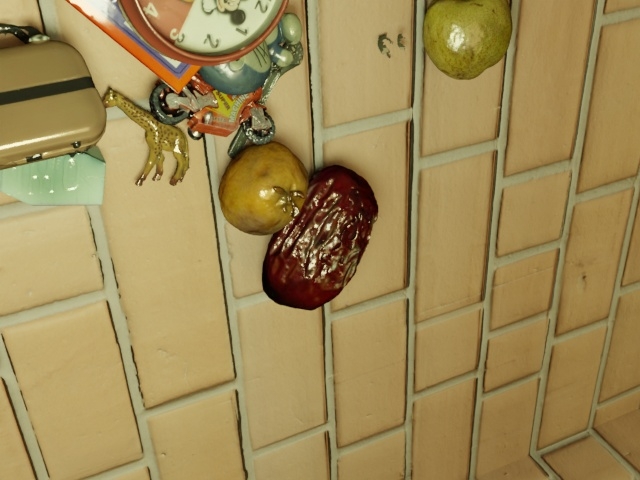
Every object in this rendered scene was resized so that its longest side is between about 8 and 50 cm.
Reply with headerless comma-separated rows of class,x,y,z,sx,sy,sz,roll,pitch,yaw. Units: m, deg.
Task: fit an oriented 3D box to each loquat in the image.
loquat,-0.137,-0.121,1.761,0.238,0.238,0.193,-45,125,2

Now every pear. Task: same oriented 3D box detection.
pear,0.358,-0.500,1.830,0.228,0.188,0.211,-26,122,-9

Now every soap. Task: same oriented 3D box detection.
soap,-0.579,-0.150,1.600,0.230,0.091,0.145,-3,118,-28

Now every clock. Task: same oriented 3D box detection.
clock,-0.187,-0.445,1.240,0.318,0.080,0.319,-15,119,-29

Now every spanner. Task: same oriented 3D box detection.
spanner,-0.135,-0.332,1.774,0.093,0.026,0.325,18,110,-36

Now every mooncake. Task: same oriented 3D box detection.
mooncake,0.246,-0.599,1.797,0.347,0.057,0.150,-45,116,6

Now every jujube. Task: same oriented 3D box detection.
jujube,0.000,0.000,1.897,0.258,0.258,0.377,28,104,-37

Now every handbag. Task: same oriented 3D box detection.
handbag,-0.586,-0.283,1.452,0.301,0.149,0.283,-17,87,-22

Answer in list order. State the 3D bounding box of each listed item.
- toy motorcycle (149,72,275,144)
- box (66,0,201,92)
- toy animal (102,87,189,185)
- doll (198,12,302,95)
toy motorcycle,-0.233,-0.306,1.667,0.298,0.089,0.171,10,78,-30
box,-0.342,-0.505,1.369,0.257,0.318,0.348,-48,128,5
toy animal,-0.378,-0.229,1.683,0.149,0.054,0.275,-25,129,-10
doll,-0.165,-0.418,1.570,0.154,0.258,0.228,-28,118,37
